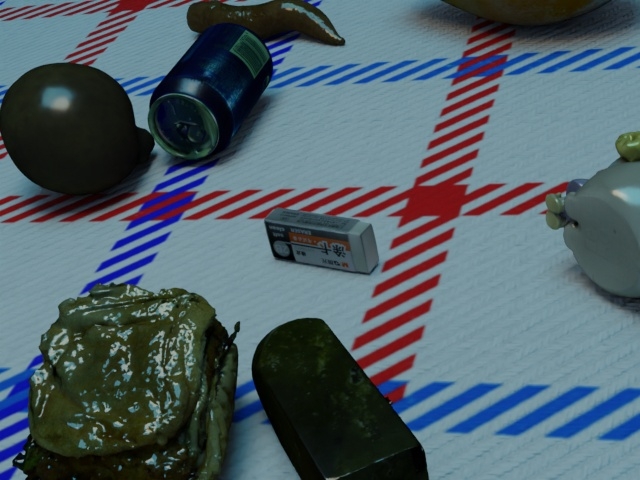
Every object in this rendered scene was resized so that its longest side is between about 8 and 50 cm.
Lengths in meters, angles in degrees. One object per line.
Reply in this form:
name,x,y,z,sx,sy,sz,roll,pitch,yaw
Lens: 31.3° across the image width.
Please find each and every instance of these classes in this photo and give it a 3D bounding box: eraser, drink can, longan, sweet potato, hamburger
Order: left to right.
longan,-0.299,-0.136,1.429,0.204,0.159,0.185,10,33,-42
hamburger,-0.156,0.142,0.992,0.183,0.130,0.206,-4,52,16
drink can,-0.143,-0.195,1.490,0.118,0.118,0.205,1,34,20
sweet potato,-0.082,-0.338,1.742,0.281,0.059,0.067,5,46,28
eraser,0.000,0.000,1.196,0.122,0.052,0.029,8,39,31

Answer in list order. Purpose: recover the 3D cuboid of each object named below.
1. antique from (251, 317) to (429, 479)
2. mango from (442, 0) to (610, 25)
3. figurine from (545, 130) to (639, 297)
antique,0.006,0.149,0.940,0.080,0.081,0.221,-20,32,-15
mango,0.271,-0.401,1.581,0.384,0.198,0.221,6,39,30
figurine,0.349,-0.041,1.081,0.236,0.127,0.155,-23,23,-24
